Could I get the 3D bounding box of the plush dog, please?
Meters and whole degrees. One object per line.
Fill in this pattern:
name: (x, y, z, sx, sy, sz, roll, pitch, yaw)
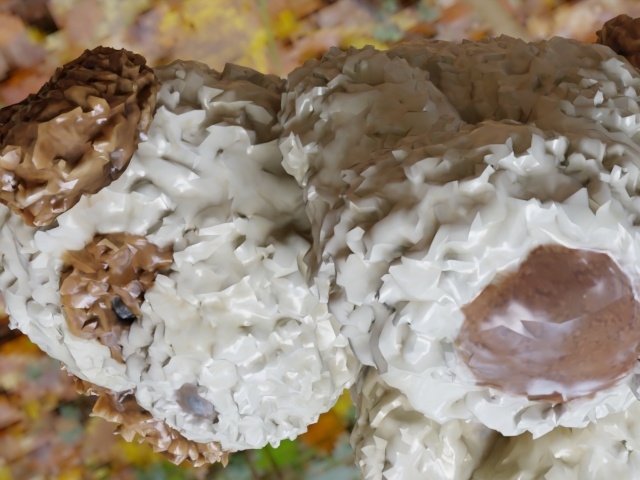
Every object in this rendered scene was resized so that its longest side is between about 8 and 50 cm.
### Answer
plush dog: (0.000, 0.000, 0.585, 0.225, 0.210, 0.262, 3, 147, 8)
